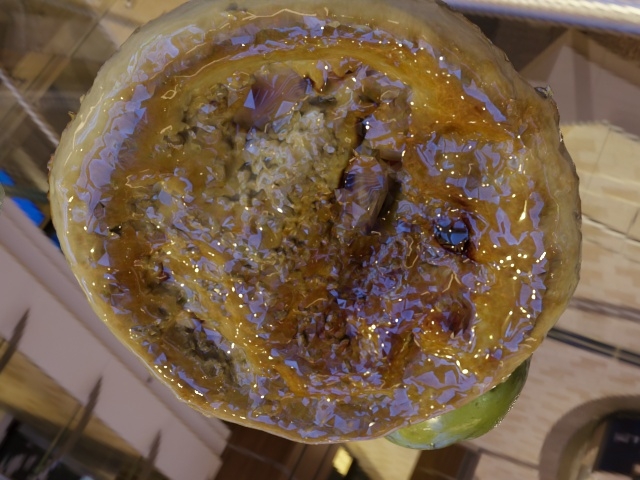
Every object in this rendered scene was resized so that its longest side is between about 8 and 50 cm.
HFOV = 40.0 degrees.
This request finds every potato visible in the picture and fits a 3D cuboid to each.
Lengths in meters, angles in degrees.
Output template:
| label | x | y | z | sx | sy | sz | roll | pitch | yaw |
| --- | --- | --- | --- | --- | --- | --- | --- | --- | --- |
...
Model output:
| label | x | y | z | sx | sy | sz | roll | pitch | yaw |
| --- | --- | --- | --- | --- | --- | --- | --- | --- | --- |
| potato | 0.143 | 0.085 | 0.985 | 0.216 | 0.304 | 0.216 | 20 | 165 | 5 |

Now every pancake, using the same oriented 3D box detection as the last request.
| label | x | y | z | sx | sy | sz | roll | pitch | yaw |
| --- | --- | --- | --- | --- | --- | --- | --- | --- | --- |
| pancake | 0.000 | -0.001 | 0.570 | 0.356 | 0.065 | 0.356 | 0 | 120 | 0 |

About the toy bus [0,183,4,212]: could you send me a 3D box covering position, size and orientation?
| label | x | y | z | sx | sy | sz | roll | pitch | yaw |
| --- | --- | --- | --- | --- | --- | --- | --- | --- | --- |
| toy bus | -0.377 | 0.022 | 0.764 | 0.133 | 0.165 | 0.271 | 47 | 135 | 11 |
